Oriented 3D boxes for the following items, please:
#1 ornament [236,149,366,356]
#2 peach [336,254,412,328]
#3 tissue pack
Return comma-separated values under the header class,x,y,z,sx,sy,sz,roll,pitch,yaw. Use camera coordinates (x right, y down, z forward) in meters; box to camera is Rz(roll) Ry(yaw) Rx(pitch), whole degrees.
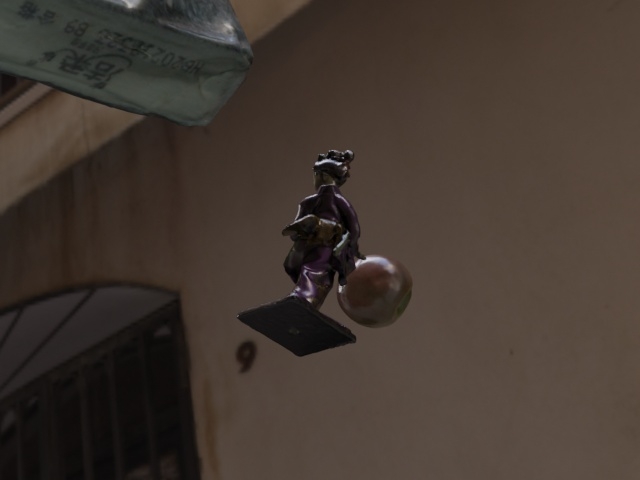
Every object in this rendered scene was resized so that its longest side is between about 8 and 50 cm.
class,x,y,z,sx,sy,sz,roll,pitch,yaw
ornament,-0.006,0.005,0.908,0.088,0.203,0.081,34,-42,-31
peach,0.057,0.053,1.040,0.083,0.083,0.083,-9,-29,-5
tissue pack,-0.199,-0.242,0.717,0.228,0.315,0.103,10,-43,-45
